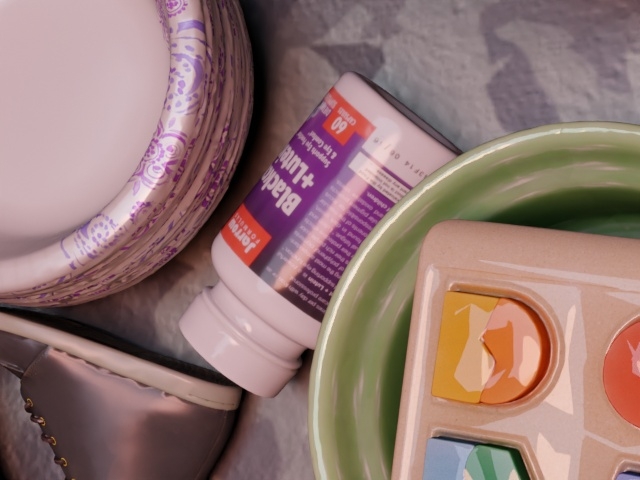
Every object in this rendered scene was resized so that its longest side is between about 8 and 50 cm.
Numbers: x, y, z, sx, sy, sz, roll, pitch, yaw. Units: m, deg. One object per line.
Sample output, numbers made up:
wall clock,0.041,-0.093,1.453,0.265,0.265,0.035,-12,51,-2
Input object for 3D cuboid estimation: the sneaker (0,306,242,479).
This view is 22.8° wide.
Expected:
sneaker,-0.172,0.117,1.053,0.222,0.083,0.118,18,91,16

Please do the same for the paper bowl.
paper bowl,-0.179,-0.097,1.057,0.284,0.148,0.284,-3,82,19

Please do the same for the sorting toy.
sorting toy,0.127,0.098,0.797,0.193,0.038,0.208,7,85,24

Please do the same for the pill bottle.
pill bottle,0.000,0.000,0.992,0.108,0.108,0.193,42,99,23

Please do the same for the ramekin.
ramekin,0.159,0.096,0.888,0.303,0.148,0.303,-4,81,23
